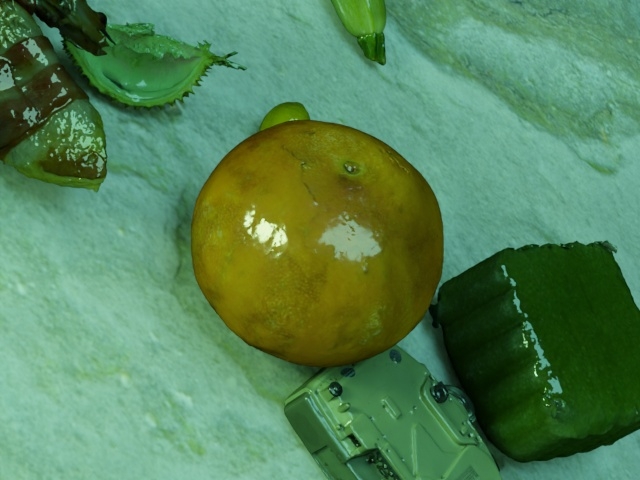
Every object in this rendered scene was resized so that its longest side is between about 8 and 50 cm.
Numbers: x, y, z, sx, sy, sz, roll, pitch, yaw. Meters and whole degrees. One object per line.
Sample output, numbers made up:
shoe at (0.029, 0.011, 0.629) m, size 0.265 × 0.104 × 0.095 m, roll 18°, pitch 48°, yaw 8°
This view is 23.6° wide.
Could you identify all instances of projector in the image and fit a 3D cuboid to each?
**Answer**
projector at (0.103, 0.236, 1.731) m, size 0.269 × 0.088 × 0.193 m, roll 53°, pitch 48°, yaw 0°

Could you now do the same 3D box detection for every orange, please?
orange at (0.000, 0.000, 1.675) m, size 0.283 × 0.226 × 0.284 m, roll 10°, pitch 48°, yaw -11°

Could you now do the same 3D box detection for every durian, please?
durian at (-0.197, -0.202, 1.737) m, size 0.215 × 0.100 × 0.086 m, roll 9°, pitch 64°, yaw -19°

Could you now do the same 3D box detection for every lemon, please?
lemon at (-0.042, -0.128, 1.848) m, size 0.065 × 0.065 × 0.092 m, roll 26°, pitch 69°, yaw -25°

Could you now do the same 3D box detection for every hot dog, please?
hot dog at (-0.317, -0.151, 1.619) m, size 0.123 × 0.093 × 0.262 m, roll -29°, pitch 85°, yaw -21°

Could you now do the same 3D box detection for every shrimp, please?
shrimp at (-0.329, -0.295, 1.651) m, size 0.287 × 0.063 × 0.152 m, roll 46°, pitch 18°, yaw 29°

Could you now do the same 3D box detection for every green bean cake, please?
green bean cake at (0.286, 0.137, 1.889) m, size 0.246 × 0.156 × 0.250 m, roll -4°, pitch 68°, yaw -42°

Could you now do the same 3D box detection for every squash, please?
squash at (0.050, -0.329, 2.033) m, size 0.200 × 0.075 × 0.090 m, roll 65°, pitch 20°, yaw 10°
